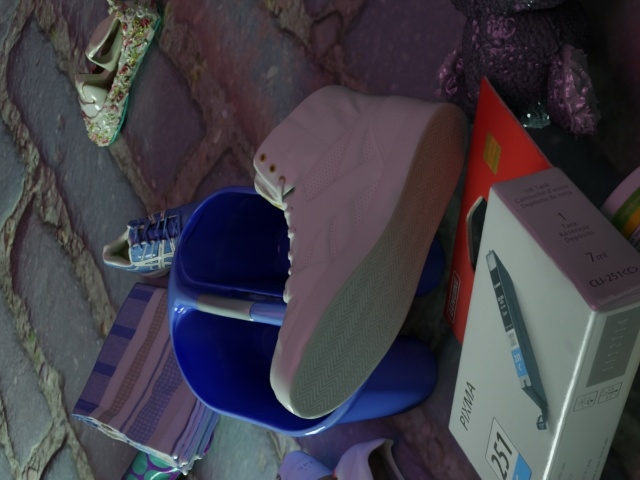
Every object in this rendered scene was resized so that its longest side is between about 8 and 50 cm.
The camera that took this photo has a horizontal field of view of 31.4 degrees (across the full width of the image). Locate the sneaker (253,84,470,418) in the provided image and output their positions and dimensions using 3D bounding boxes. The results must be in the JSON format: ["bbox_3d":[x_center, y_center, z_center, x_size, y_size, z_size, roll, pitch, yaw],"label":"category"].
[{"bbox_3d":[0.000,0.000,1.000,0.169,0.108,0.292,19,78,38],"label":"sneaker"}]

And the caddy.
[{"bbox_3d":[-0.033,0.067,1.170,0.341,0.179,0.241,5,93,50],"label":"caddy"}]

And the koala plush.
[{"bbox_3d":[0.168,-0.196,0.954,0.196,0.203,0.221,17,113,49],"label":"koala plush"}]

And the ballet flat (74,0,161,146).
[{"bbox_3d":[-0.296,-0.240,1.574,0.091,0.077,0.241,48,124,39],"label":"ballet flat"}]

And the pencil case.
[{"bbox_3d":[-0.195,0.279,1.439,0.070,0.064,0.151,54,128,22],"label":"pencil case"}]

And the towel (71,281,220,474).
[{"bbox_3d":[-0.201,0.159,1.420,0.285,0.034,0.209,9,71,51],"label":"towel"}]

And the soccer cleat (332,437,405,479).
[{"bbox_3d":[0.066,0.292,1.131,0.076,0.068,0.196,-40,56,38],"label":"soccer cleat"}]

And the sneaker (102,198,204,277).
[{"bbox_3d":[-0.197,0.002,1.442,0.211,0.081,0.080,-28,66,44],"label":"sneaker"}]

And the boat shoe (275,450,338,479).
[{"bbox_3d":[-0.050,0.359,1.246,0.096,0.098,0.277,34,105,46],"label":"boat shoe"}]

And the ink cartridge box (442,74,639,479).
[{"bbox_3d":[0.150,0.060,0.929,0.296,0.066,0.261,92,155,-43],"label":"ink cartridge box"}]

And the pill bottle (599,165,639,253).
[{"bbox_3d":[0.312,0.052,0.793,0.245,0.136,0.136,54,127,36],"label":"pill bottle"}]
